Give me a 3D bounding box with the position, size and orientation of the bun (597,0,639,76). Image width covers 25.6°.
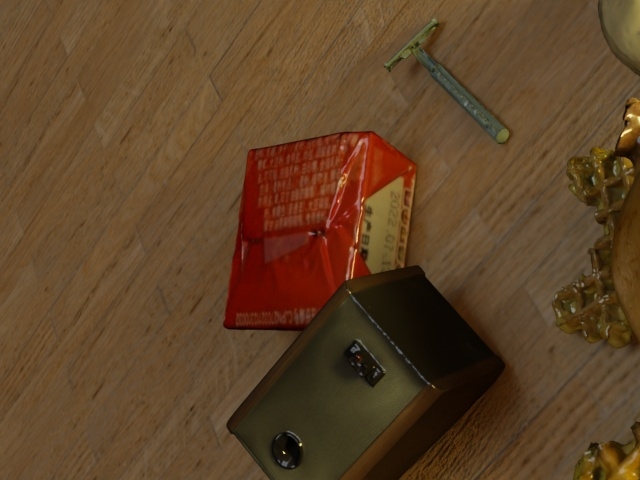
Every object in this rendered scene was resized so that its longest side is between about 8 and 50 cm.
[{"bbox_3d":[0.373,-0.210,1.247,0.259,0.259,0.160,-15,110,48],"label":"bun"}]

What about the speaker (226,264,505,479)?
[{"bbox_3d":[0.047,0.163,1.490,0.153,0.192,0.231,49,119,18],"label":"speaker"}]

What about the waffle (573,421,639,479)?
[{"bbox_3d":[0.330,0.225,1.258,0.291,0.051,0.291,-18,65,44],"label":"waffle"}]

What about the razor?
[{"bbox_3d":[0.156,-0.173,1.623,0.084,0.036,0.211,-43,50,7],"label":"razor"}]

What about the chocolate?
[{"bbox_3d":[0.000,0.000,1.693,0.237,0.108,0.235,-5,73,48],"label":"chocolate"}]

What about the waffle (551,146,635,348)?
[{"bbox_3d":[0.288,0.006,1.383,0.149,0.051,0.194,20,99,52],"label":"waffle"}]

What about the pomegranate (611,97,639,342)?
[{"bbox_3d":[0.376,0.000,1.112,0.307,0.307,0.307,-20,63,46],"label":"pomegranate"}]
